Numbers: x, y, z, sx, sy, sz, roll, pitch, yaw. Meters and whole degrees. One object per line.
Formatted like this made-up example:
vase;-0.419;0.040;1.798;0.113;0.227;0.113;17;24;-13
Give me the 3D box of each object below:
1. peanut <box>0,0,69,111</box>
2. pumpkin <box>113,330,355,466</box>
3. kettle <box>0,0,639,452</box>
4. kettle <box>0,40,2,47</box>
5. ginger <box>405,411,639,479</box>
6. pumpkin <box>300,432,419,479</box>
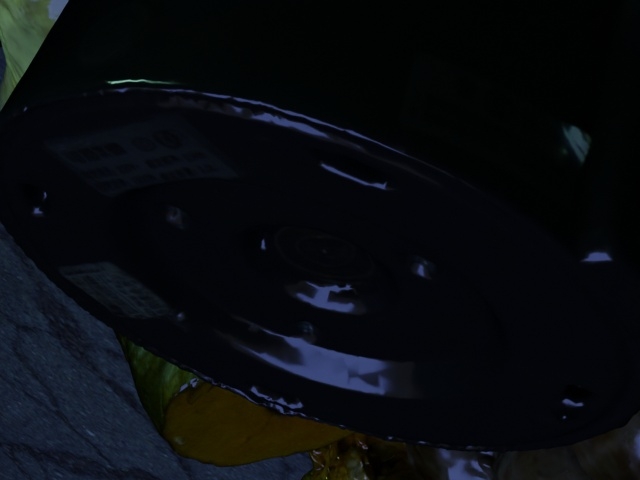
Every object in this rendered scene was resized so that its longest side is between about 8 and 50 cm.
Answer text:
peanut;-0.116;-0.099;0.846;0.340;0.158;0.174;103;146;-55
pumpkin;0.000;0.000;0.745;0.222;0.139;0.317;10;144;-38
kettle;0.055;-0.117;0.441;0.203;0.308;0.262;28;154;-14
kettle;-0.290;-0.200;0.895;0.221;0.161;0.236;0;148;-1
ginger;0.193;0.120;0.828;0.256;0.176;0.375;49;153;8
pumpkin;0.021;0.212;1.126;0.139;0.190;0.280;8;141;42
